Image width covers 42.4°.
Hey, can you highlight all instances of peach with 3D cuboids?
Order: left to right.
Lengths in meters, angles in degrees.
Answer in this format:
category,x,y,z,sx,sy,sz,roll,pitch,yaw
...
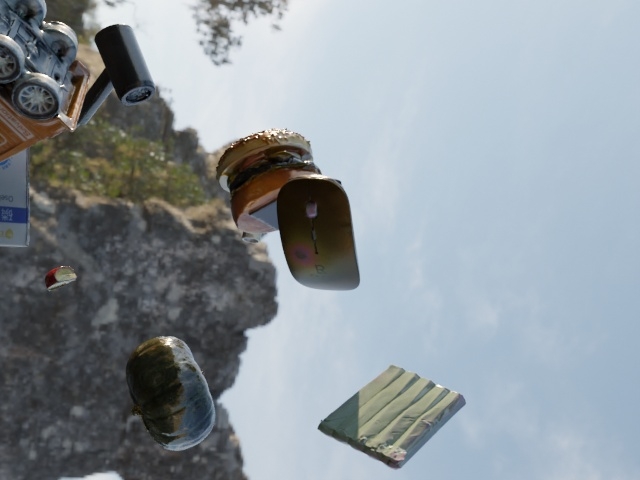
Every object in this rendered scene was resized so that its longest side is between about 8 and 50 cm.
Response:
category,x,y,z,sx,sy,sz,roll,pitch,yaw
peach,-0.704,0.099,2.231,0.050,0.083,0.077,65,-19,11

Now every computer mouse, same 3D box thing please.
category,x,y,z,sx,sy,sz,roll,pitch,yaw
computer mouse,0.000,0.000,1.732,0.072,0.158,0.310,-71,159,-46

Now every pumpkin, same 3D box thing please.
category,x,y,z,sx,sy,sz,roll,pitch,yaw
pumpkin,-0.295,0.297,1.602,0.224,0.157,0.224,53,-21,30

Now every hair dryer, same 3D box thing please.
category,x,y,z,sx,sy,sz,roll,pitch,yaw
hair dryer,-0.383,-0.255,1.467,0.255,0.070,0.128,-39,-110,42

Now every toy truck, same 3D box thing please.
category,x,y,z,sx,sy,sz,roll,pitch,yaw
toy truck,-0.516,-0.292,1.135,0.206,0.387,0.173,-25,-140,19

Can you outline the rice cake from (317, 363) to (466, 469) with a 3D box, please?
category,x,y,z,sx,sy,sz,roll,pitch,yaw
rice cake,0.127,0.308,1.454,0.189,0.198,0.037,19,-47,36

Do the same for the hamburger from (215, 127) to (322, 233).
category,x,y,z,sx,sy,sz,roll,pitch,yaw
hamburger,-0.134,-0.163,2.177,0.291,0.291,0.225,-46,-124,51

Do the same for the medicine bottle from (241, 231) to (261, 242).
category,x,y,z,sx,sy,sz,roll,pitch,yaw
medicine bottle,-0.198,-0.109,2.566,0.059,0.059,0.231,-26,-128,60

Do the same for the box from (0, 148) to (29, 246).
category,x,y,z,sx,sy,sz,roll,pitch,yaw
box,-0.643,-0.092,1.333,0.065,0.343,0.200,-6,-96,41
